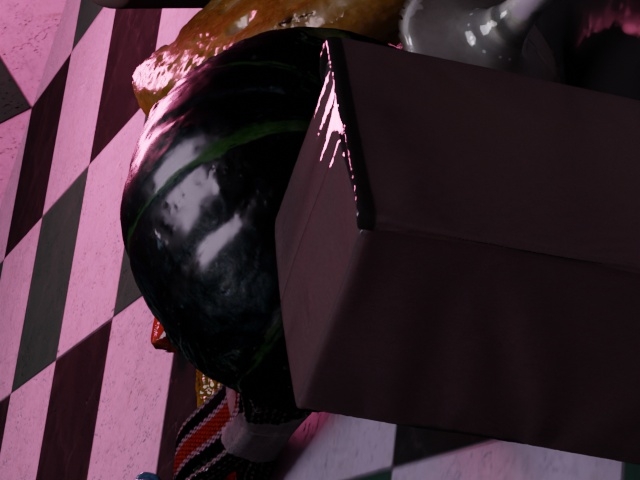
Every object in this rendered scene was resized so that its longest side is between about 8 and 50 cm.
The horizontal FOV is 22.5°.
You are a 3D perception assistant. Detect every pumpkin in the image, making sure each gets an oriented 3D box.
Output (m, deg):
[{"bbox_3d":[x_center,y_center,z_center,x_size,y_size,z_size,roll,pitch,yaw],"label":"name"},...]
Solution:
[{"bbox_3d":[0.005,-0.026,1.191,0.238,0.315,0.315,-47,34,42],"label":"pumpkin"}]

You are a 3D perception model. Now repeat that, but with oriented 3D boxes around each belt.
[{"bbox_3d":[-0.061,0.158,1.537,0.359,0.126,0.094,117,148,-47],"label":"belt"}]

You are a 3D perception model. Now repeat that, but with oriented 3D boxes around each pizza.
[{"bbox_3d":[-0.008,-0.211,1.485,0.409,0.114,0.277,-22,23,27],"label":"pizza"}]

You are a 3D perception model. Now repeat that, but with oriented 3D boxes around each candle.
[{"bbox_3d":[-0.190,0.061,2.037,0.053,0.048,0.162,107,170,-70],"label":"candle"}]

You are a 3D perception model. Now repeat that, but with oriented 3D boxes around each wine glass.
[{"bbox_3d":[0.180,-0.210,1.072,0.321,0.143,0.143,130,147,-50],"label":"wine glass"}]

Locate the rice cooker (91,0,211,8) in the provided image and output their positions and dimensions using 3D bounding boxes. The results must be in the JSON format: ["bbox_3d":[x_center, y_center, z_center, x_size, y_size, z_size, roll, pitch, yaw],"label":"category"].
[{"bbox_3d":[-0.108,-0.408,1.713,0.335,0.325,0.335,177,90,-70],"label":"rice cooker"}]

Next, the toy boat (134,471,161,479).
[{"bbox_3d":[-0.205,0.376,1.854,0.102,0.088,0.215,42,-123,-73],"label":"toy boat"}]

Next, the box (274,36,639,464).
[{"bbox_3d":[0.111,0.009,0.961,0.188,0.252,0.153,-99,24,-50],"label":"box"}]

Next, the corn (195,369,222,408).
[{"bbox_3d":[-0.096,0.105,1.725,0.068,0.068,0.207,133,147,-54],"label":"corn"}]
